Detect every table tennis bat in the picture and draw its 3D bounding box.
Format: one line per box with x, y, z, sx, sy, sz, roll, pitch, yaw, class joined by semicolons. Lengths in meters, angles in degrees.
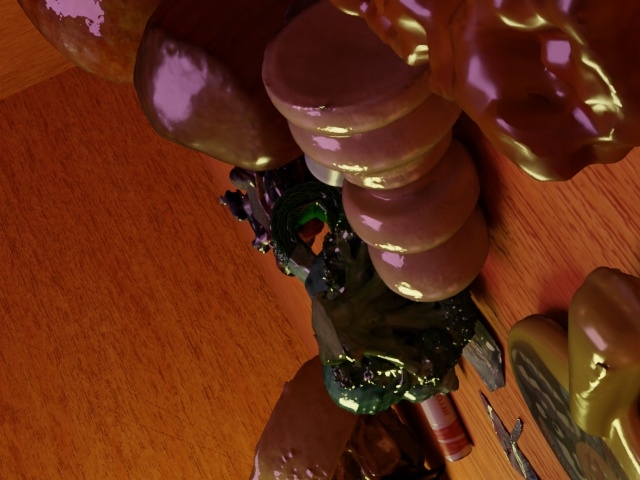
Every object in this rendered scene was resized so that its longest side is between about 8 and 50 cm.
0.197;0.127;0.664;0.224;0.054;0.369;58;174;31;table tennis bat

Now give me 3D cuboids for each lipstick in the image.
0.157;0.225;1.253;0.131;0.038;0.038;65;172;-8;lipstick

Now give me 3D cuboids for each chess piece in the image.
0.064;-0.058;0.719;0.143;0.142;0.261;55;176;45;chess piece

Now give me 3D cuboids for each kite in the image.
0.126;0.053;1.010;0.245;0.015;0.141;59;168;25;kite
0.207;0.215;1.035;0.137;0.005;0.153;57;169;35;kite

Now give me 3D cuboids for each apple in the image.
-0.203;-0.325;1.040;0.309;0.277;0.250;37;154;6;apple

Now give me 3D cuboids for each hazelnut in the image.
-0.069;-0.165;0.843;0.210;0.186;0.210;5;96;51;hazelnut

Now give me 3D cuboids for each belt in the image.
0.000;0.000;1.258;0.151;0.121;0.079;56;168;19;belt

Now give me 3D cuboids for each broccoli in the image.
0.061;0.064;0.918;0.195;0.156;0.195;42;143;43;broccoli

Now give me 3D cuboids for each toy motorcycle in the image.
-0.081;-0.072;1.524;0.401;0.134;0.207;-135;26;-62;toy motorcycle

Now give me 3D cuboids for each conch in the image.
0.075;0.109;1.101;0.134;0.196;0.202;5;144;53;conch

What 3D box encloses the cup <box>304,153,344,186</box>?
0.023;-0.123;0.963;0.116;0.074;0.104;97;174;-69;cup

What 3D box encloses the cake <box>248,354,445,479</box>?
0.078;0.390;1.611;0.321;0.332;0.332;20;155;17;cake

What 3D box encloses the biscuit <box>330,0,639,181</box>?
0.041;-0.211;0.391;0.312;0.110;0.318;55;168;52;biscuit
